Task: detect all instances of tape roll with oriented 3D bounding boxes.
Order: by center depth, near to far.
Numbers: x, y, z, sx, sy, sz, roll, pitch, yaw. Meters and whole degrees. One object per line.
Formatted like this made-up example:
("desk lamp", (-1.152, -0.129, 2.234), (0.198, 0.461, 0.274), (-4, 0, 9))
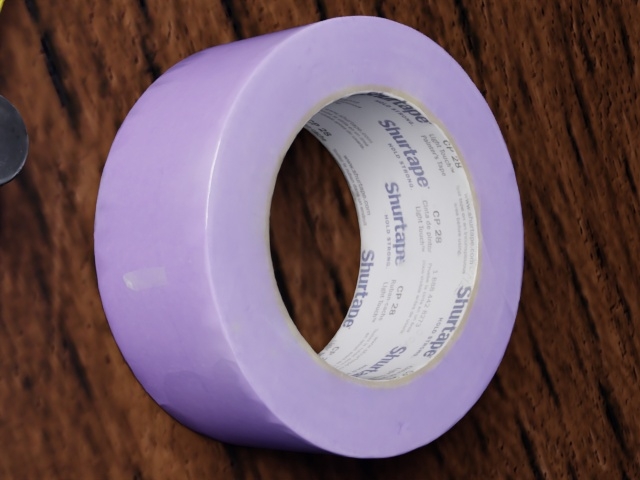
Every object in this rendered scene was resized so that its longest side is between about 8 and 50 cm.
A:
("tape roll", (0.000, 0.000, 0.640), (0.189, 0.080, 0.189), (3, 86, -41))

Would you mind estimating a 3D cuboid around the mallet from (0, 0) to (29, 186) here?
("mallet", (-0.132, -0.097, 0.561), (0.039, 0.062, 0.189), (28, 54, -39))
